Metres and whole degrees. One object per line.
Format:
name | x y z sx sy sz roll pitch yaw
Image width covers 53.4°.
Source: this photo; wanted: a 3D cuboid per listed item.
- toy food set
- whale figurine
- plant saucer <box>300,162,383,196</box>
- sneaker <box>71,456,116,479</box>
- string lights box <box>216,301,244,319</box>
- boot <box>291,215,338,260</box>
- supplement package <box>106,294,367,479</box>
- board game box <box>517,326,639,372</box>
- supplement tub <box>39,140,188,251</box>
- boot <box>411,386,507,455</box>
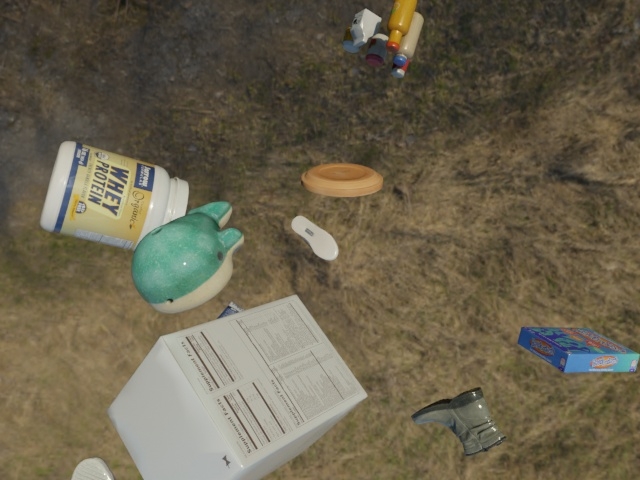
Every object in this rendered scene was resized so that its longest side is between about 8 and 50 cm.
toy food set | 0.118 -0.373 1.222 0.111 0.104 0.232 23 169 -27
whale figurine | -0.245 0.004 1.159 0.216 0.272 0.141 -16 125 22
plant saucer | 0.022 -0.063 0.644 0.083 0.083 0.013 -1 113 -7
sneaker | -0.468 0.603 1.430 0.102 0.282 0.161 -13 -177 4
string lights box | -0.228 0.258 1.672 0.133 0.260 0.077 34 102 0
boot | 0.000 0.000 1.822 0.069 0.190 0.086 -48 145 5
supplement package | -0.116 0.234 0.916 0.262 0.198 0.199 -13 150 -51
board game box | 0.589 0.248 1.462 0.210 0.160 0.047 5 103 -24
supplement tub | -0.511 -0.100 1.593 0.316 0.228 0.228 15 143 -24
boot | 0.361 0.501 1.695 0.083 0.161 0.246 -8 162 -48
